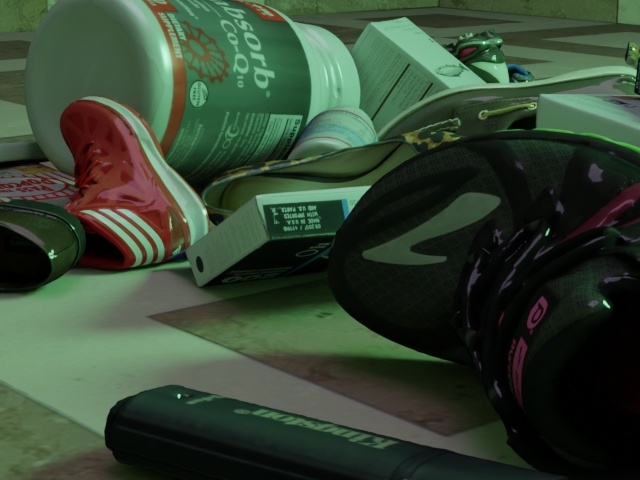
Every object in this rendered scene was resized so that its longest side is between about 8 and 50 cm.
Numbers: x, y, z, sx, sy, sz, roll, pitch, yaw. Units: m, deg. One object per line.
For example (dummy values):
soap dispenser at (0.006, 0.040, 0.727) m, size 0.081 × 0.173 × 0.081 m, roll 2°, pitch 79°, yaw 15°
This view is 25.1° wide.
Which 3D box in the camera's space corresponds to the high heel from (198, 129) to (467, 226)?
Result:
high heel at (0.023, -0.049, 1.328) m, size 0.261 × 0.093 × 0.186 m, roll -14°, pitch -8°, yaw 37°

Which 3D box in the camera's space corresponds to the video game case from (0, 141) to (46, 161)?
video game case at (-0.375, -0.091, 1.604) m, size 0.173 × 0.022 × 0.190 m, roll -5°, pitch 4°, yaw 21°

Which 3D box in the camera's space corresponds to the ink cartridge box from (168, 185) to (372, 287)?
ink cartridge box at (0.000, 0.000, 1.234) m, size 0.206 × 0.045 × 0.208 m, roll -6°, pitch -11°, yaw -27°

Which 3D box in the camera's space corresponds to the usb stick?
usb stick at (0.005, 0.124, 0.784) m, size 0.278 × 0.045 × 0.077 m, roll 9°, pitch 17°, yaw 32°

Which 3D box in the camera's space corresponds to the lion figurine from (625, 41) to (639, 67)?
lion figurine at (0.548, -0.210, 2.013) m, size 0.240 × 0.142 × 0.392 m, roll 9°, pitch 10°, yaw 4°

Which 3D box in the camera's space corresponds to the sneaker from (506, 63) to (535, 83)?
sneaker at (0.285, -0.222, 2.144) m, size 0.083 × 0.087 × 0.221 m, roll -1°, pitch 14°, yaw -11°

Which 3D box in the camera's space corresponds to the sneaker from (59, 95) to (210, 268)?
sneaker at (-0.209, -0.055, 1.327) m, size 0.128 × 0.087 × 0.221 m, roll -16°, pitch 44°, yaw -38°

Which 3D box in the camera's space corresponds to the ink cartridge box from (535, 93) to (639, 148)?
ink cartridge box at (0.388, -0.055, 1.367) m, size 0.272 × 0.130 × 0.309 m, roll -1°, pitch 14°, yaw -16°

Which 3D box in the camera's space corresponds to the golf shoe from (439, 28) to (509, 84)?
golf shoe at (0.160, -0.211, 2.093) m, size 0.105 × 0.120 × 0.273 m, roll -20°, pitch 2°, yaw -41°

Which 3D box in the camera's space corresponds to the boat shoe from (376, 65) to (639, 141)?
boat shoe at (0.209, -0.108, 1.580) m, size 0.324 × 0.117 × 0.097 m, roll -11°, pitch 29°, yaw 10°

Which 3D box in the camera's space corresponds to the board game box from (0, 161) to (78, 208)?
board game box at (-0.312, -0.037, 1.438) m, size 0.146 × 0.045 × 0.193 m, roll -9°, pitch 17°, yaw -34°

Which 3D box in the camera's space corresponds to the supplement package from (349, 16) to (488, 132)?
supplement package at (0.120, -0.174, 1.741) m, size 0.179 × 0.105 × 0.105 m, roll 41°, pitch 26°, yaw 14°

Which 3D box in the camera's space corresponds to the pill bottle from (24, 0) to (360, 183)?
pill bottle at (-0.131, -0.168, 1.611) m, size 0.210 × 0.210 × 0.363 m, roll 11°, pitch 10°, yaw 37°

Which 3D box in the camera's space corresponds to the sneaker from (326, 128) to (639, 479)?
sneaker at (0.163, 0.037, 0.864) m, size 0.202 × 0.185 × 0.483 m, roll -6°, pitch 13°, yaw -41°

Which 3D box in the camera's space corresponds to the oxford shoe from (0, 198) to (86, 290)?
oxford shoe at (-0.320, 0.001, 1.209) m, size 0.227 × 0.083 × 0.096 m, roll 0°, pitch 18°, yaw 4°

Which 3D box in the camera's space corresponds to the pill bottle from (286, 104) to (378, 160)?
pill bottle at (0.016, -0.091, 1.549) m, size 0.087 × 0.087 × 0.160 m, roll 3°, pitch 22°, yaw 9°

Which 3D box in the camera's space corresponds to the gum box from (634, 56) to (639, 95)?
gum box at (0.399, -0.142, 1.364) m, size 0.157 × 0.041 × 0.184 m, roll 3°, pitch 12°, yaw -4°
